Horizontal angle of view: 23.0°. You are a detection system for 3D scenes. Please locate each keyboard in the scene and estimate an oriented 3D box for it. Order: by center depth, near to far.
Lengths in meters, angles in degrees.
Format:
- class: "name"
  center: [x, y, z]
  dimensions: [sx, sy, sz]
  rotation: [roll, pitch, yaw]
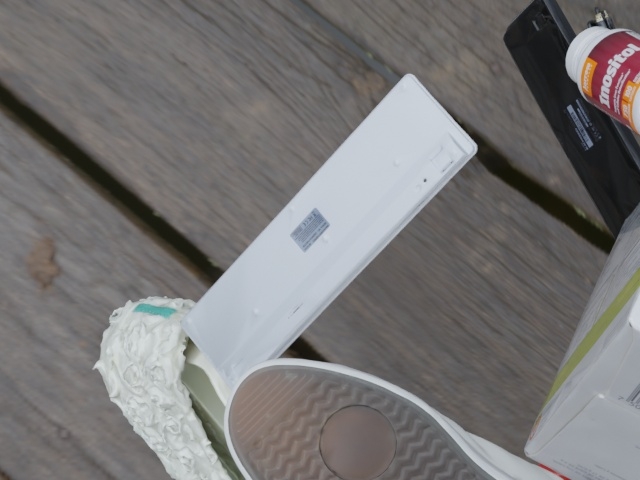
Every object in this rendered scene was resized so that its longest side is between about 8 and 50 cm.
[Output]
- class: "keyboard"
  center: [0.000, 0.000, 1.084]
  dimensions: [0.256, 0.014, 0.072]
  rotation: [-47, 67, 22]
- class: "keyboard"
  center: [0.333, -0.153, 1.849]
  dimensions: [0.033, 0.201, 0.317]
  rotation: [-25, 82, -25]

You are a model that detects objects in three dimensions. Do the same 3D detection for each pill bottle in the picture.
- class: "pill bottle"
  center: [0.310, -0.159, 1.564]
  dimensions: [0.086, 0.086, 0.152]
  rotation: [-50, 34, 3]

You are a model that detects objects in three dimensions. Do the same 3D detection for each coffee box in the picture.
- class: "coffee box"
  center: [0.454, 0.095, 1.569]
  dimensions: [0.337, 0.338, 0.334]
  rotation: [27, 61, 5]

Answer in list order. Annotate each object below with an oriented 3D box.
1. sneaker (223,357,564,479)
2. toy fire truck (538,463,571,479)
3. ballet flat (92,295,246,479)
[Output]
- class: "sneaker"
  center: [0.073, 0.162, 0.940]
  dimensions: [0.290, 0.123, 0.106]
  rotation: [29, 86, 0]
- class: "toy fire truck"
  center: [0.263, 0.358, 1.774]
  dimensions: [0.047, 0.135, 0.192]
  rotation: [3, 125, 15]
- class: "ballet flat"
  center: [-0.035, 0.212, 1.350]
  dimensions: [0.147, 0.147, 0.409]
  rotation: [-37, 107, 7]
